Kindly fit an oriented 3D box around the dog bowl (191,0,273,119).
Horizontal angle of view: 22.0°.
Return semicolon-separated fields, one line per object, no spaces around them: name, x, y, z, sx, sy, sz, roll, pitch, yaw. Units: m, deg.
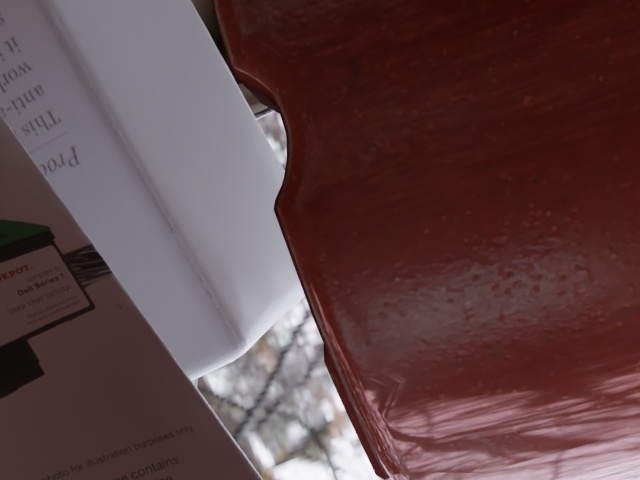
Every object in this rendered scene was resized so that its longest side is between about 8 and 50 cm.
dog bowl;-0.196;-0.254;1.511;0.150;0.408;0.408;-37;-157;45

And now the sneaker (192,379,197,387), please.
sneaker;-0.149;0.043;1.618;0.122;0.283;0.110;-1;-170;34

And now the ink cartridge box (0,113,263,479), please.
ink cartridge box;-0.115;0.079;0.539;0.093;0.160;0.219;-17;-124;-38

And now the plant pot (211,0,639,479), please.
plant pot;0.121;-0.054;0.437;0.265;0.272;0.272;-19;-139;6

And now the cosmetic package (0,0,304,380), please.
cosmetic package;-0.211;-0.119;0.793;0.230;0.453;0.161;-26;-175;21
